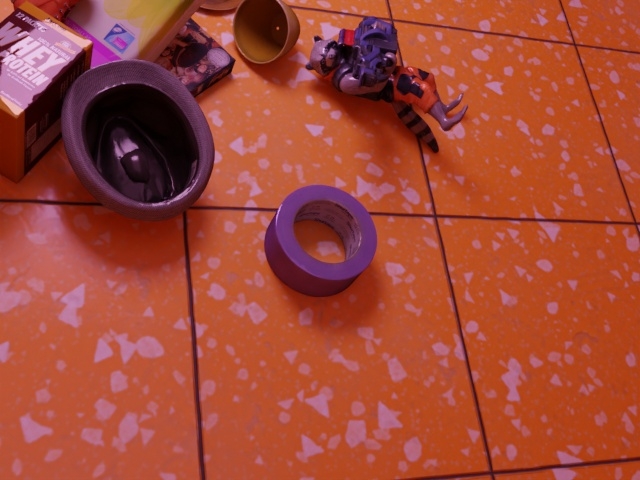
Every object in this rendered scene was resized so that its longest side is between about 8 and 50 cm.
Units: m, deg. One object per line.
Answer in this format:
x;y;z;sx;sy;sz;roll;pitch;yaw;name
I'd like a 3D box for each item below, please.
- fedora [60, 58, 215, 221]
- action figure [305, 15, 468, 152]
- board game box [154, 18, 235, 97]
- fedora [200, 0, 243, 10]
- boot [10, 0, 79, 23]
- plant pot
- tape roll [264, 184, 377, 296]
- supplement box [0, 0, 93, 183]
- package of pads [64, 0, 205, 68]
-0.313;-0.153;1.330;0.244;0.124;0.275;-29;89;-28;fedora
0.122;-0.302;1.555;0.330;0.178;0.341;25;33;-1;action figure
-0.306;-0.377;1.501;0.243;0.042;0.165;43;58;4;board game box
-0.221;-0.563;1.610;0.194;0.079;0.194;9;62;-17;fedora
-0.436;-0.393;1.320;0.158;0.059;0.084;-14;88;7;boot
-0.094;-0.423;1.569;0.134;0.134;0.095;51;32;10;plant pot
0.000;0.000;1.400;0.189;0.080;0.188;10;60;-17;tape roll
-0.484;-0.237;1.271;0.129;0.191;0.194;32;56;-2;supplement box
-0.372;-0.421;1.400;0.229;0.101;0.296;39;85;3;package of pads
